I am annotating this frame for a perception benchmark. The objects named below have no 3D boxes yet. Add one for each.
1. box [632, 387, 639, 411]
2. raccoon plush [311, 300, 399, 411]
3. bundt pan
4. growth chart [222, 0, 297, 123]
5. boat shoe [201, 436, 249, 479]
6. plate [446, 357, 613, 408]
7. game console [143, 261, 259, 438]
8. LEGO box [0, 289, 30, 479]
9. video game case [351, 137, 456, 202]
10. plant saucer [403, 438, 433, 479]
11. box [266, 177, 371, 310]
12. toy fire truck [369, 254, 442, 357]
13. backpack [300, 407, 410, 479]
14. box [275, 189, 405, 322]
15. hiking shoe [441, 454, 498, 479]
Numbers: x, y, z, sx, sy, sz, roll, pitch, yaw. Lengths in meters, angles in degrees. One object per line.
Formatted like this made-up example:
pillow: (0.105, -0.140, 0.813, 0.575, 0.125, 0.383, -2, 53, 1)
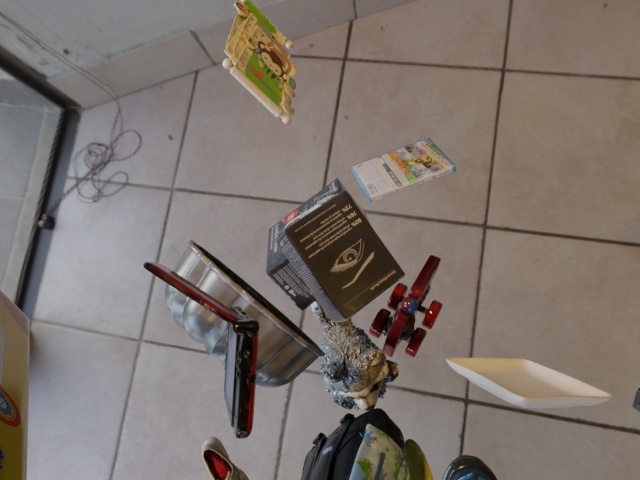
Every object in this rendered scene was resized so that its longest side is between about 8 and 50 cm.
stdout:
box: (0.712, 0.329, 1.022, 0.083, 0.062, 0.052, -25, 36, -17)
raccoon plush: (0.036, 0.295, 1.387, 0.216, 0.299, 0.446, -40, 56, -9)
bundt pan: (-0.153, 0.150, 0.899, 0.331, 0.331, 0.124, 38, 83, 13)
growth chart: (-0.102, -0.328, 0.872, 0.021, 0.172, 0.237, -28, 47, 35)
boat shoe: (-0.207, 0.513, 1.055, 0.063, 0.059, 0.170, -38, 87, -4)
plate: (0.493, 0.347, 1.181, 0.277, 0.278, 0.045, 6, 93, -21)
game console: (-0.102, 0.082, 0.402, 0.085, 0.144, 0.124, 4, 86, -14)
LEGO box: (-0.368, 0.074, 0.258, 0.193, 0.500, 0.372, -37, 121, -16)
video game case: (0.152, -0.135, 0.913, 0.166, 0.015, 0.119, -21, 39, -1)
plant saucer: (0.275, 0.706, 1.409, 0.037, 0.241, 0.241, -23, 77, 22)
box: (0.000, 0.000, 1.570, 0.312, 0.343, 0.179, -35, 113, 11)
toy fire truck: (0.287, 0.214, 1.556, 0.169, 0.254, 0.302, 27, 54, 19)
backpack: (0.048, 0.579, 1.006, 0.273, 0.355, 0.290, 48, 118, 5)
box: (0.035, 0.034, 0.947, 0.153, 0.108, 0.207, -33, 88, -18)
hiking shoe: (0.227, 0.455, 0.655, 0.113, 0.132, 0.304, -1, 64, 4)
